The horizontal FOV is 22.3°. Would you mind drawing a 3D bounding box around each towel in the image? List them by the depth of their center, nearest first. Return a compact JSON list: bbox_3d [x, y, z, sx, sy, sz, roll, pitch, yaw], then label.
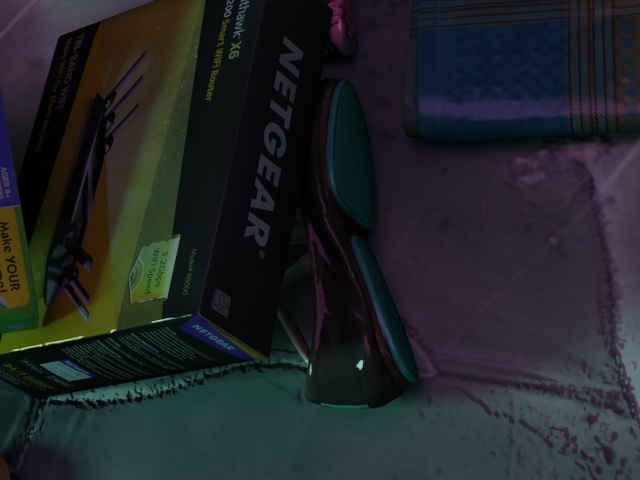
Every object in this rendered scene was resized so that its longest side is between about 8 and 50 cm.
[{"bbox_3d":[0.255,-0.200,1.304,0.370,0.040,0.271,-1,61,14],"label":"towel"}]

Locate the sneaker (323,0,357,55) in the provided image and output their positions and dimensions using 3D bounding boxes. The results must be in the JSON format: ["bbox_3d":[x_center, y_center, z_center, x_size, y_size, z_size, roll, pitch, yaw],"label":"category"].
[{"bbox_3d":[-0.003,-0.204,1.380,0.057,0.047,0.119,-16,55,20],"label":"sneaker"}]

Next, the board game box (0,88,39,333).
[{"bbox_3d":[-0.337,-0.074,1.184,0.213,0.046,0.317,-9,73,-14],"label":"board game box"}]

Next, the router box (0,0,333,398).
[{"bbox_3d":[-0.129,-0.044,1.248,0.243,0.081,0.309,-13,55,36],"label":"router box"}]

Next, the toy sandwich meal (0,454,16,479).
[{"bbox_3d":[-0.264,0.194,1.231,0.085,0.029,0.086,-10,58,16],"label":"toy sandwich meal"}]

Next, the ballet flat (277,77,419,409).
[{"bbox_3d":[0.000,0.000,1.230,0.096,0.095,0.280,-19,56,15],"label":"ballet flat"}]
